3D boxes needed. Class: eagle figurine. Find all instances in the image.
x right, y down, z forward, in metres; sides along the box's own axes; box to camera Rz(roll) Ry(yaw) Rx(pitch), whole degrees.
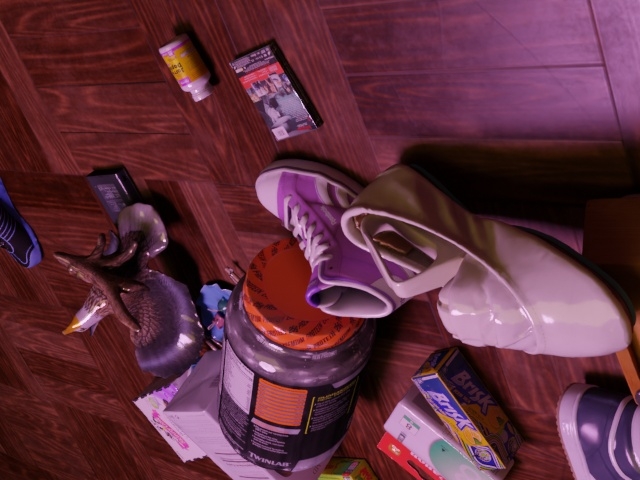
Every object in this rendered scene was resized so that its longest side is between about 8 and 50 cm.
[{"bbox_3d":[-0.321,0.090,1.701,0.225,0.226,0.298,-10,160,8],"label":"eagle figurine"}]

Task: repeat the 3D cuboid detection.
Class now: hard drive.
[{"bbox_3d":[-0.320,-0.054,1.704,0.094,0.022,0.135,0,124,46],"label":"hard drive"}]

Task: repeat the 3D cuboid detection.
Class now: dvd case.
[{"bbox_3d":[-0.056,-0.184,1.306,0.087,0.013,0.119,-11,115,51],"label":"dvd case"}]

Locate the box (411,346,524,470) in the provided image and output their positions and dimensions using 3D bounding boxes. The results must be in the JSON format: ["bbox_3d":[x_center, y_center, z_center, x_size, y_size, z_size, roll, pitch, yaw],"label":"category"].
[{"bbox_3d":[0.200,0.228,1.410,0.169,0.059,0.054,53,143,-10],"label":"box"}]

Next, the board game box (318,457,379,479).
[{"bbox_3d":[0.029,0.421,1.796,0.181,0.043,0.092,-11,116,51],"label":"board game box"}]

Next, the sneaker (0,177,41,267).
[{"bbox_3d":[-0.620,-0.032,1.981,0.081,0.090,0.232,3,126,45],"label":"sneaker"}]

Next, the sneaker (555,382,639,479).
[{"bbox_3d":[0.394,0.299,1.242,0.153,0.099,0.282,-2,120,49],"label":"sneaker"}]

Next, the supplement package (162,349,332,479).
[{"bbox_3d":[-0.110,0.307,1.718,0.244,0.139,0.134,48,147,-22],"label":"supplement package"}]

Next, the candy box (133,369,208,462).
[{"bbox_3d":[-0.245,0.326,1.964,0.165,0.070,0.196,51,145,-7],"label":"candy box"}]

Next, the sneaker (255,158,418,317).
[{"bbox_3d":[0.000,-0.001,1.304,0.282,0.161,0.102,26,142,29],"label":"sneaker"}]

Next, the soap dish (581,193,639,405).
[{"bbox_3d":[0.401,0.067,0.985,0.291,0.118,0.229,0,125,46],"label":"soap dish"}]

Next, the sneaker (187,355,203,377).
[{"bbox_3d":[-0.175,0.310,1.829,0.092,0.087,0.229,-13,102,64],"label":"sneaker"}]

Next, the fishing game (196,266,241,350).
[{"bbox_3d":[-0.137,0.153,1.705,0.189,0.041,0.264,46,147,0],"label":"fishing game"}]

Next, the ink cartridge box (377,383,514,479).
[{"bbox_3d":[0.168,0.330,1.553,0.181,0.056,0.225,38,143,13],"label":"ink cartridge box"}]

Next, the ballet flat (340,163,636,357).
[{"bbox_3d":[0.150,0.036,1.094,0.400,0.139,0.139,38,152,52],"label":"ballet flat"}]

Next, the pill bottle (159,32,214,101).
[{"bbox_3d":[-0.172,-0.224,1.360,0.043,0.043,0.083,-9,118,50],"label":"pill bottle"}]

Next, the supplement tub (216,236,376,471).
[{"bbox_3d":[-0.036,0.162,1.462,0.207,0.207,0.338,34,143,17],"label":"supplement tub"}]
